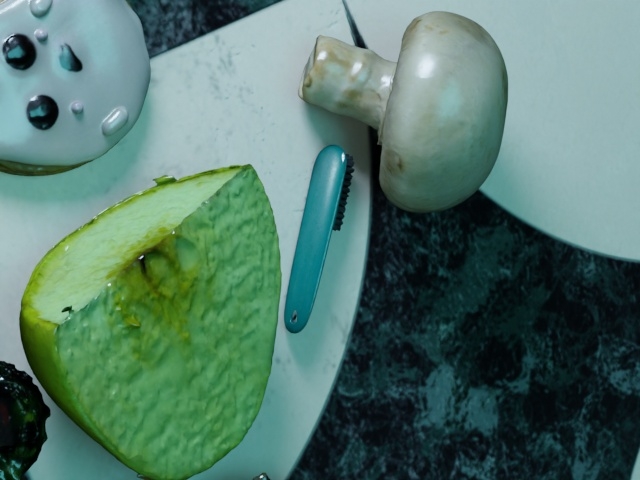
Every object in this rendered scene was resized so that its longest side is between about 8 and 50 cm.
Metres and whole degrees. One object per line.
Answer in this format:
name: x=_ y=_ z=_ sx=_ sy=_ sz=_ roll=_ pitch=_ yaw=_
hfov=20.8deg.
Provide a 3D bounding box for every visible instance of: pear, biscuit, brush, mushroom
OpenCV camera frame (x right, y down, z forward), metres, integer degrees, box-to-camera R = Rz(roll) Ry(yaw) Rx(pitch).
pear: x=-0.150 y=0.093 z=1.593 sx=0.288 sy=0.139 sz=0.239 roll=-44 pitch=118 yaw=-39
biscuit: x=-0.244 y=-0.152 z=1.584 sx=0.208 sy=0.049 sz=0.181 roll=-41 pitch=109 yaw=-26
brush: x=0.000 y=0.000 z=1.739 sx=0.032 sy=0.043 sz=0.193 roll=17 pitch=83 yaw=-47
mushroom: x=0.091 y=-0.124 z=1.714 sx=0.209 sy=0.206 sz=0.206 roll=-9 pitch=95 yaw=-13

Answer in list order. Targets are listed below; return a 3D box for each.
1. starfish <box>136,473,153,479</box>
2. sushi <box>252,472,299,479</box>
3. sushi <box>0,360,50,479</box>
starfish: x=-0.142 y=0.322 z=1.600 sx=0.238 sy=0.057 sz=0.213 roll=18 pitch=107 yaw=0
sushi: x=-0.051 y=0.273 z=1.674 sx=0.226 sy=0.103 sz=0.097 roll=-11 pitch=82 yaw=-27
sushi: x=-0.346 y=0.143 z=1.478 sx=0.225 sy=0.127 sz=0.124 roll=16 pitch=81 yaw=-28
